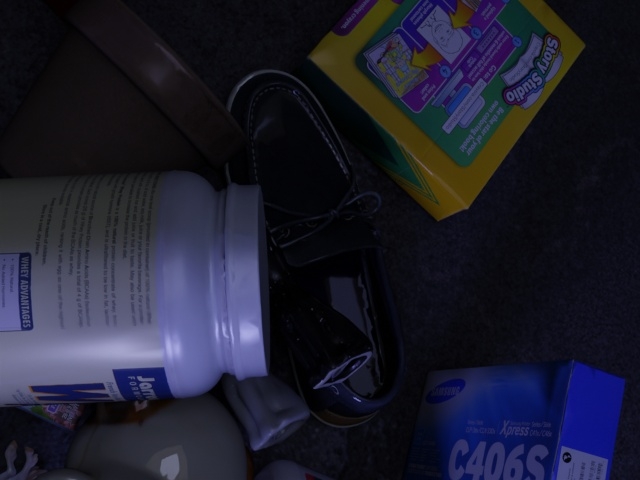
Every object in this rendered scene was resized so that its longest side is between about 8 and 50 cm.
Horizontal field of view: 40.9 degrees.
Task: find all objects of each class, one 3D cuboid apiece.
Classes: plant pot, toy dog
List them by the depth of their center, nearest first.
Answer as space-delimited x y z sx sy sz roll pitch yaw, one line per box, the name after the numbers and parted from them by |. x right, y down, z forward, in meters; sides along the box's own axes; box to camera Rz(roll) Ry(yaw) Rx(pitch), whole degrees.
-0.195 0.315 0.890 0.284 0.395 0.408 43 23 -25 | toy dog
-0.255 -0.131 1.035 0.263 0.263 0.229 44 85 -8 | plant pot

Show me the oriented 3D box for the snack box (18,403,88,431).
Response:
-0.329 0.100 1.036 0.174 0.070 0.207 30 69 -12 | snack box

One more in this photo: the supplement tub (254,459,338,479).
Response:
0.027 0.402 1.049 0.272 0.191 0.191 27 71 -14 | supplement tub

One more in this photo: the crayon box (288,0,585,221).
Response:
0.182 -0.268 1.287 0.313 0.106 0.363 43 69 -10 | crayon box

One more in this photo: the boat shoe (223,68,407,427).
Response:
0.000 0.000 1.139 0.187 0.156 0.500 -12 83 -21 | boat shoe

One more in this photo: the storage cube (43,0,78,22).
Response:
-0.307 -0.421 1.080 0.184 0.193 0.215 40 68 -10 | storage cube

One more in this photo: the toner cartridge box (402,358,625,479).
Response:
0.225 0.244 1.071 0.075 0.348 0.165 22 72 -15 | toner cartridge box

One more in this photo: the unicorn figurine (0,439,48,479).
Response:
-0.403 0.268 0.980 0.162 0.060 0.111 30 70 -13 | unicorn figurine

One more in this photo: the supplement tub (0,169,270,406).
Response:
-0.219 0.048 0.882 0.325 0.235 0.235 -3 80 -1 | supplement tub

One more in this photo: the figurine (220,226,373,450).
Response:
-0.070 0.118 1.046 0.092 0.215 0.209 -11 57 -53 | figurine
